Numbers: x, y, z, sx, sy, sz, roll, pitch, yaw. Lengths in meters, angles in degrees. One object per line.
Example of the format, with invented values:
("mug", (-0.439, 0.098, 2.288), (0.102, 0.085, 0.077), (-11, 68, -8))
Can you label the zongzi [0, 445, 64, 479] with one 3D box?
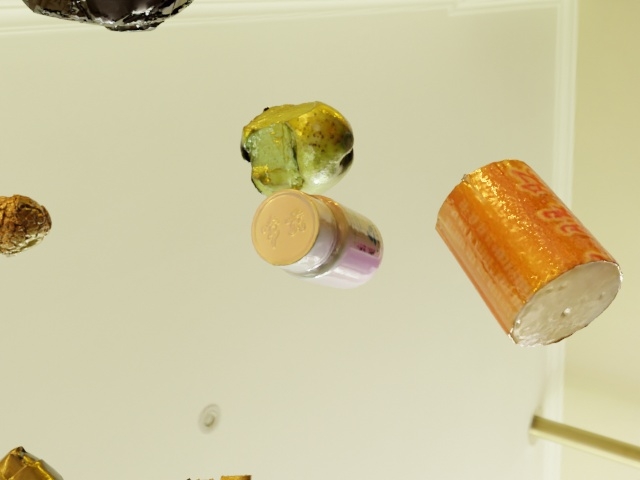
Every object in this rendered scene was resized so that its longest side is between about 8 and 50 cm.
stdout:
("zongzi", (-0.653, 0.648, 1.540), (0.145, 0.274, 0.300), (-42, -19, -22))

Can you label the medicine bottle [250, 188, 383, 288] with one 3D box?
("medicine bottle", (0.000, 0.000, 1.113), (0.254, 0.152, 0.151), (23, -101, -60))

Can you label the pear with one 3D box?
("pear", (-0.031, -0.189, 1.478), (0.164, 0.256, 0.238), (-43, -56, -40))

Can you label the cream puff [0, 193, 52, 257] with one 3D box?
("cream puff", (-0.597, -0.035, 1.255), (0.119, 0.104, 0.133), (48, -153, -27))

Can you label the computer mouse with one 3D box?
("computer mouse", (-0.250, -0.321, 0.770), (0.242, 0.077, 0.146), (-7, -61, -29))

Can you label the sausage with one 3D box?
("sausage", (0.383, 0.022, 1.198), (0.233, 0.287, 0.233), (-15, -39, -13))

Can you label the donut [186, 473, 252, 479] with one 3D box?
("donut", (-0.125, 0.311, 0.806), (0.083, 0.038, 0.067), (51, -132, -29))
